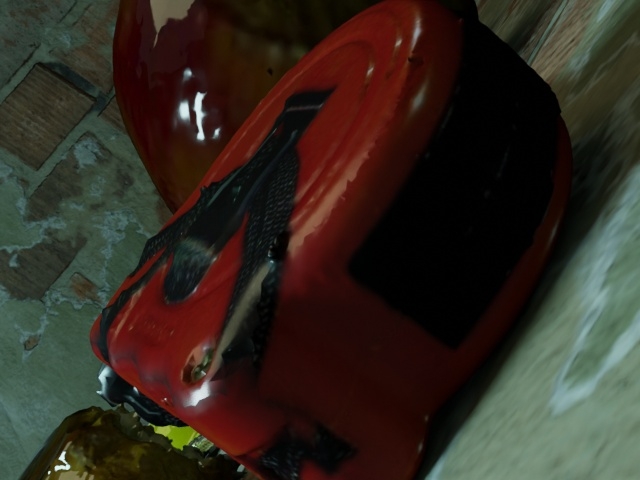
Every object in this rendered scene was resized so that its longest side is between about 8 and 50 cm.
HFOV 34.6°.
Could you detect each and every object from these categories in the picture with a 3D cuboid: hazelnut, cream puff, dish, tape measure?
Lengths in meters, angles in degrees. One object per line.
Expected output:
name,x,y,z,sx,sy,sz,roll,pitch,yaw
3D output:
hazelnut,-0.019,-0.161,1.089,0.421,0.352,0.421,6,-90,-71
cream puff,-0.158,0.221,0.725,0.241,0.155,0.269,-55,5,23
dish,-0.200,0.268,1.418,0.208,0.080,0.149,-58,-5,23
tape measure,0.000,0.000,0.514,0.260,0.114,0.253,-57,21,-10

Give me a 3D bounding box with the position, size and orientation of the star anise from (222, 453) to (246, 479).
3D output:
star anise,-0.111,0.236,0.894,0.141,0.042,0.141,-57,2,3

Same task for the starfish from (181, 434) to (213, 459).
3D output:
starfish,-0.152,0.272,1.273,0.210,0.053,0.150,-60,-10,1
